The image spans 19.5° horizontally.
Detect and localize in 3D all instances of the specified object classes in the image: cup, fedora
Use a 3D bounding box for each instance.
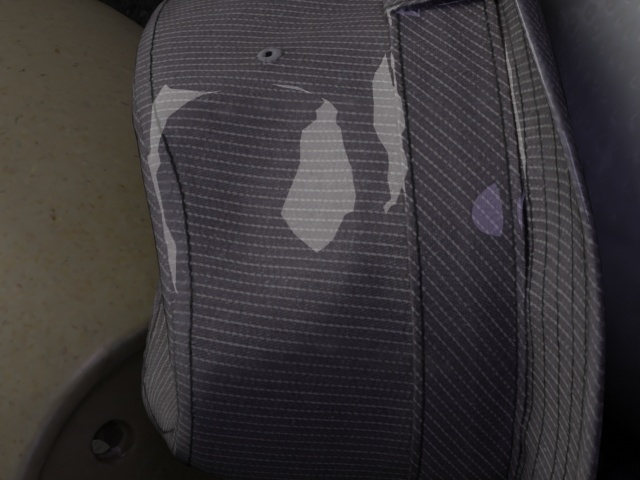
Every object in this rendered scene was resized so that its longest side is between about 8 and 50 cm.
[{"bbox_3d":[-0.114,0.067,0.828,0.331,0.331,0.237,-48,39,-12],"label":"cup"},{"bbox_3d":[0.000,0.000,0.627,0.275,0.124,0.243,-98,9,-45],"label":"fedora"}]

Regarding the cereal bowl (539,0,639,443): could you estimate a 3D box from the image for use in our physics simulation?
[{"bbox_3d":[0.180,-0.096,0.649,0.339,0.141,0.339,-43,12,11],"label":"cereal bowl"}]
